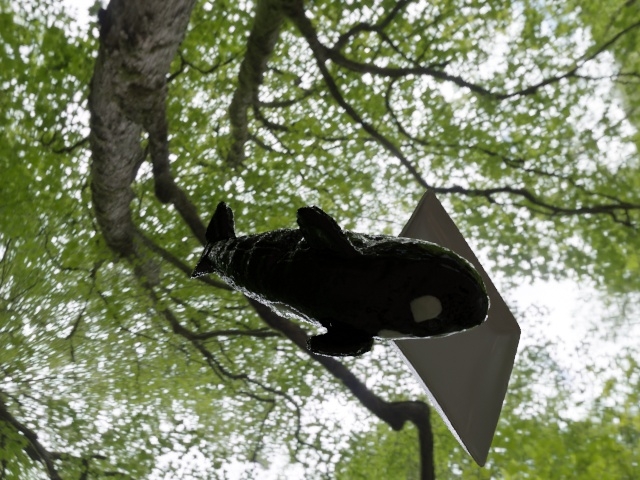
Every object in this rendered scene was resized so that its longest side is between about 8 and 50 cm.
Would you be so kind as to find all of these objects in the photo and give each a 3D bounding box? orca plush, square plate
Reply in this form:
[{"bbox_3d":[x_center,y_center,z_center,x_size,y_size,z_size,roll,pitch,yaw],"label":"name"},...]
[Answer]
[{"bbox_3d":[0.000,0.000,0.487,0.151,0.287,0.102,-38,-46,-32],"label":"orca plush"},{"bbox_3d":[0.210,0.128,0.940,0.344,0.049,0.347,55,-140,-11],"label":"square plate"}]
